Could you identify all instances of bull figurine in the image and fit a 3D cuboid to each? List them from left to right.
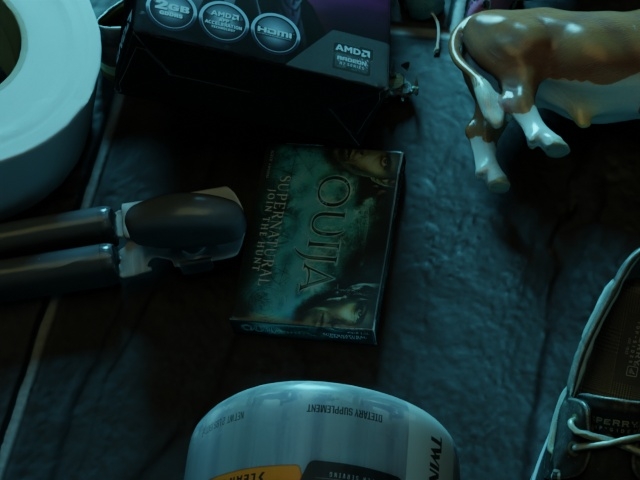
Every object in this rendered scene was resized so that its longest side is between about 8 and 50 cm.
[{"bbox_3d":[0.267,-0.138,1.618,0.310,0.101,0.188,-1,59,6],"label":"bull figurine"}]

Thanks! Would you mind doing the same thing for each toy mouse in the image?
[{"bbox_3d":[0.129,-0.238,1.743,0.161,0.031,0.143,17,61,17],"label":"toy mouse"}]

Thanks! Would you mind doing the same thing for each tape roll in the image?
[{"bbox_3d":[-0.341,-0.153,1.660,0.286,0.100,0.286,6,57,-10],"label":"tape roll"}]

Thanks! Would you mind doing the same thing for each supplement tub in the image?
[{"bbox_3d":[-0.010,0.288,1.313,0.207,0.207,0.338,0,57,8],"label":"supplement tub"}]

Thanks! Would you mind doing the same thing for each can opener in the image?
[{"bbox_3d":[-0.200,-0.003,1.603,0.280,0.093,0.074,-11,57,6],"label":"can opener"}]

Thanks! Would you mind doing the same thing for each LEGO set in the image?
[{"bbox_3d":[0.060,-0.144,1.701,0.054,0.023,0.083,-28,45,-13],"label":"LEGO set"}]

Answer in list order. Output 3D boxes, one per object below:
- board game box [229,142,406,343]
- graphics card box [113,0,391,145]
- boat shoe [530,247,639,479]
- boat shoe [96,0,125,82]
[{"bbox_3d":[0.000,0.000,1.608,0.126,0.026,0.186,4,58,10],"label":"board game box"},{"bbox_3d":[-0.054,-0.274,1.693,0.233,0.094,0.371,13,54,-12],"label":"graphics card box"},{"bbox_3d":[0.220,0.150,1.425,0.121,0.119,0.335,6,58,11],"label":"boat shoe"},{"bbox_3d":[-0.114,-0.226,1.741,0.223,0.073,0.080,-32,56,-14],"label":"boat shoe"}]
